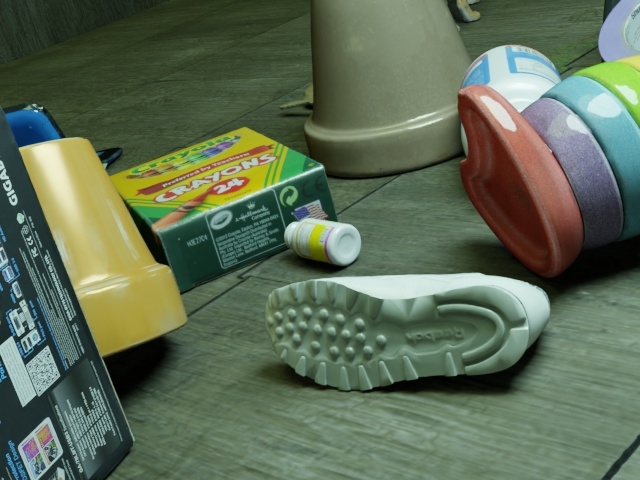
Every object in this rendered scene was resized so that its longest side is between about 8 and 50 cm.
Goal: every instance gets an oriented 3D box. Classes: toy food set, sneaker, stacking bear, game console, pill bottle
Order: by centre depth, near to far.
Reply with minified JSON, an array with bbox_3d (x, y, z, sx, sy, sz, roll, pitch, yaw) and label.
[{"bbox_3d":[0.066,0.065,0.816,0.235,0.090,0.095,1,14,27],"label":"sneaker"},{"bbox_3d":[0.287,-0.100,0.894,0.289,0.175,0.164,-27,60,-7],"label":"stacking bear"},{"bbox_3d":[0.000,0.000,1.046,0.043,0.043,0.083,-31,26,-33],"label":"pill bottle"},{"bbox_3d":[0.215,-0.132,1.113,0.124,0.124,0.221,-10,22,13],"label":"pill bottle"},{"bbox_3d":[-0.494,-0.140,1.561,0.293,0.250,0.173,-11,49,11],"label":"game console"},{"bbox_3d":[0.033,-0.246,1.638,0.192,0.039,0.132,-38,24,-34],"label":"toy food set"}]

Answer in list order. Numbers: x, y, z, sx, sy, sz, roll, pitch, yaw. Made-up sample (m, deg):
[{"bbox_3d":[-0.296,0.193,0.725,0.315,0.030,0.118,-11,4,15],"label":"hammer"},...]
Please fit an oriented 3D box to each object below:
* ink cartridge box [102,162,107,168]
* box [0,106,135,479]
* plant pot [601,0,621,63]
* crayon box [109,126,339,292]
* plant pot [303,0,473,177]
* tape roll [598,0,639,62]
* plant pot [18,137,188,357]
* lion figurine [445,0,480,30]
[{"bbox_3d":[-0.333,-0.033,1.323,0.109,0.062,0.209,-15,22,0],"label":"ink cartridge box"},{"bbox_3d":[-0.265,0.100,0.646,0.073,0.296,0.293,-3,26,28],"label":"box"},{"bbox_3d":[0.469,-0.324,1.349,0.187,0.167,0.188,-5,23,23],"label":"plant pot"},{"bbox_3d":[-0.135,-0.053,1.217,0.202,0.081,0.318,-23,22,-17],"label":"crayon box"},{"bbox_3d":[0.087,-0.233,1.305,0.263,0.229,0.263,-13,23,5],"label":"plant pot"},{"bbox_3d":[0.431,-0.238,1.184,0.189,0.080,0.189,-27,37,22],"label":"tape roll"},{"bbox_3d":[-0.244,0.015,0.905,0.205,0.188,0.205,-16,2,1],"label":"plant pot"},{"bbox_3d":[0.231,-0.546,1.944,0.142,0.240,0.392,-12,23,8],"label":"lion figurine"}]
